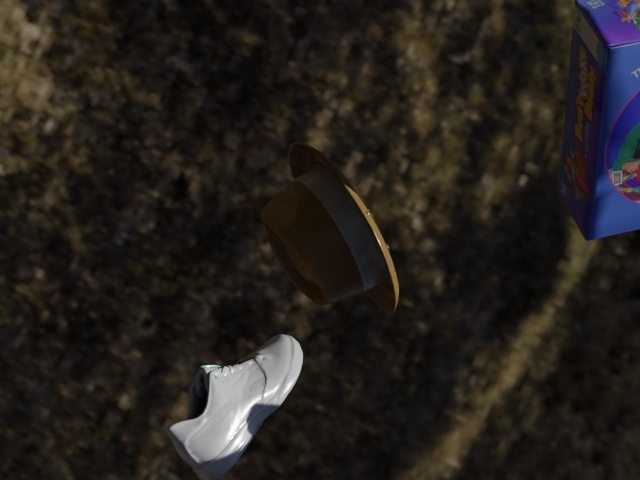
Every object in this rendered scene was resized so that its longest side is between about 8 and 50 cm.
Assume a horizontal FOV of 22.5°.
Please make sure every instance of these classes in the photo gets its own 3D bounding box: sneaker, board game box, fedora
[{"bbox_3d":[-0.097,0.163,1.795,0.080,0.094,0.212,-28,-160,46],"label":"sneaker"},{"bbox_3d":[0.404,-0.142,1.501,0.347,0.078,0.233,-12,135,-10],"label":"board game box"},{"bbox_3d":[0.000,0.000,1.561,0.079,0.194,0.194,-29,144,-13],"label":"fedora"}]
